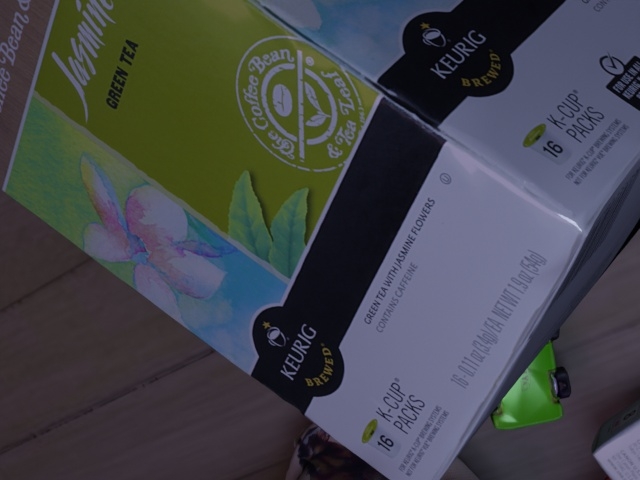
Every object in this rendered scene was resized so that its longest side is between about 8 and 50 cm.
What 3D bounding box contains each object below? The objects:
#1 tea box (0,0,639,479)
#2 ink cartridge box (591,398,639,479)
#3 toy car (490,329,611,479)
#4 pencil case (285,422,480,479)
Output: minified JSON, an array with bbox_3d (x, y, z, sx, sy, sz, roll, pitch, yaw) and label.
[{"bbox_3d":[0.039,-0.106,0.993,0.323,0.329,0.220,34,135,11],"label":"tea box"},{"bbox_3d":[0.320,0.139,1.165,0.232,0.066,0.189,-37,96,20],"label":"ink cartridge box"},{"bbox_3d":[0.144,0.138,1.252,0.239,0.053,0.225,-10,95,-2],"label":"toy car"},{"bbox_3d":[-0.015,0.313,1.293,0.183,0.410,0.160,12,142,19],"label":"pencil case"}]
